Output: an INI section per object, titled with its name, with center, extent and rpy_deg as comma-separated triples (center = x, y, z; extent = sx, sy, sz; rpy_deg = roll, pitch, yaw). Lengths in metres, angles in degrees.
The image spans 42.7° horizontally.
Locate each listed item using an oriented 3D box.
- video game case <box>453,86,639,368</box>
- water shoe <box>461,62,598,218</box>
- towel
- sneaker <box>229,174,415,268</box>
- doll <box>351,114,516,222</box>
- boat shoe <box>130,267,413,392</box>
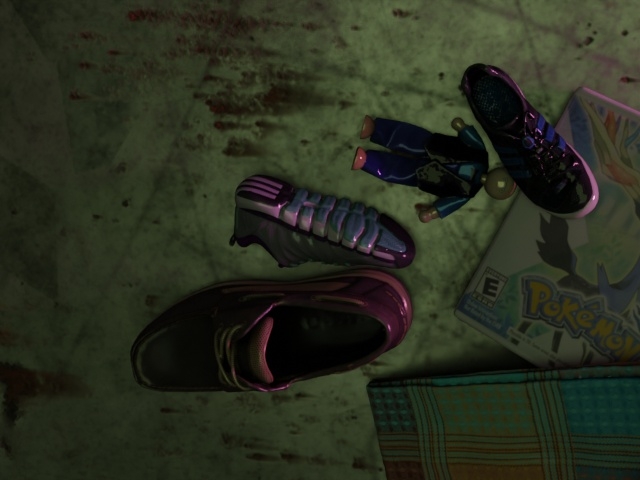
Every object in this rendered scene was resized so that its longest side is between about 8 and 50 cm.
[video game case]
center = 0.353, 0.036, 0.882
extent = 0.329, 0.036, 0.300
rpy_deg = 32, 102, 24
[water shoe]
center = 0.217, -0.105, 0.888
extent = 0.073, 0.080, 0.203
rpy_deg = -42, 70, 20
[towel]
center = 0.237, 0.275, 0.921
extent = 0.370, 0.040, 0.271
rpy_deg = -9, 96, 33
[sneaker]
center = 0.000, 0.000, 0.979
extent = 0.224, 0.083, 0.098
rpy_deg = 22, 124, 8
[doll]
center = 0.133, -0.083, 0.947
extent = 0.189, 0.046, 0.129
rpy_deg = 15, 91, 1
[boat shoe]
center = -0.071, 0.110, 0.966
extent = 0.355, 0.130, 0.132
rpy_deg = -16, 95, 11
